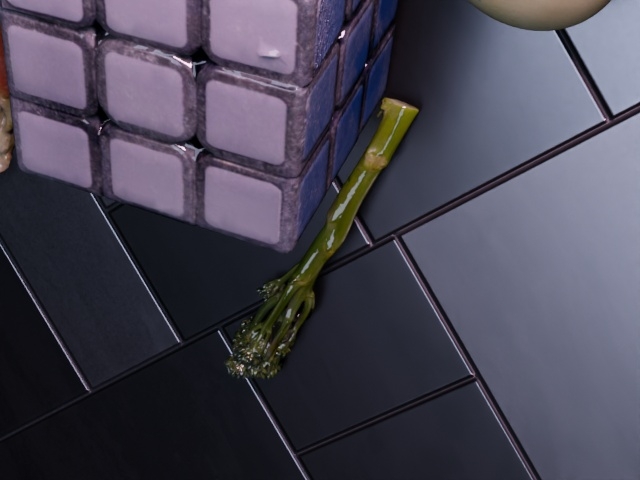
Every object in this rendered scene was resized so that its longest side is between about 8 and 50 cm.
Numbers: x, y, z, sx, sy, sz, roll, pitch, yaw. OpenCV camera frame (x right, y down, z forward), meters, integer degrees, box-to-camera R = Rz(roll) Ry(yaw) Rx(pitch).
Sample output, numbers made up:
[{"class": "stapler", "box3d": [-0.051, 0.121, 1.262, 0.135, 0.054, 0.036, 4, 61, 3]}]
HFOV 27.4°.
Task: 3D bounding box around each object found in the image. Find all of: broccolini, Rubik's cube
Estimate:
[{"class": "broccolini", "box3d": [-0.004, -0.001, 1.487, 0.074, 0.078, 0.392, 39, 113, 21]}, {"class": "Rubik's cube", "box3d": [-0.102, -0.219, 1.247, 0.303, 0.301, 0.305, 16, 133, 13]}]

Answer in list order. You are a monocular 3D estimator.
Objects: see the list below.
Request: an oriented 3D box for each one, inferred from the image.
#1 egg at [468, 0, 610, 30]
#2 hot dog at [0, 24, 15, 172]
[{"class": "egg", "box3d": [0.185, -0.314, 1.202, 0.188, 0.188, 0.254, -27, 85, 30]}, {"class": "hot dog", "box3d": [-0.350, -0.310, 1.368, 0.196, 0.365, 0.367, 2, 127, -10]}]
